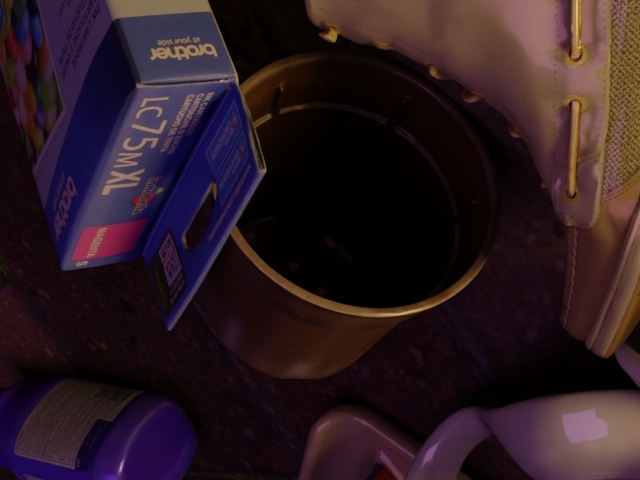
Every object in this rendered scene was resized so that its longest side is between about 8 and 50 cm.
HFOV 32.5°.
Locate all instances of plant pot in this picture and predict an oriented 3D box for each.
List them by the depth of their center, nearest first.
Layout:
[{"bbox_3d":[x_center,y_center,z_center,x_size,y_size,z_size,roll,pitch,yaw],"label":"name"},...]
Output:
[{"bbox_3d":[0.000,0.000,0.670,0.167,0.167,0.165,38,150,4],"label":"plant pot"}]

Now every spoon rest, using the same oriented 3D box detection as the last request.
[{"bbox_3d":[0.143,0.139,0.727,0.137,0.084,0.276,16,149,-27],"label":"spoon rest"}]

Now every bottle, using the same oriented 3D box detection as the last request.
[{"bbox_3d":[-0.256,0.196,1.104,0.282,0.118,0.092,2,135,39],"label":"bottle"}]

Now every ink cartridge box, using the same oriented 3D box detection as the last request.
[{"bbox_3d":[-0.130,-0.119,0.613,0.311,0.065,0.186,66,147,20],"label":"ink cartridge box"}]

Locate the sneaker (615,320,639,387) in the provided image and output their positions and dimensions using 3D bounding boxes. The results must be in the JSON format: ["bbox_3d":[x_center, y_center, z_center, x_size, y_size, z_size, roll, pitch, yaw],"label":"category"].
[{"bbox_3d":[0.291,0.100,0.559,0.292,0.110,0.118,18,147,30],"label":"sneaker"}]

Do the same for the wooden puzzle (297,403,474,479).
[{"bbox_3d":[0.116,0.326,0.941,0.347,0.080,0.322,29,141,15],"label":"wooden puzzle"}]

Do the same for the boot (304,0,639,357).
[{"bbox_3d":[0.093,-0.078,0.549,0.203,0.095,0.262,19,131,25],"label":"boot"}]
